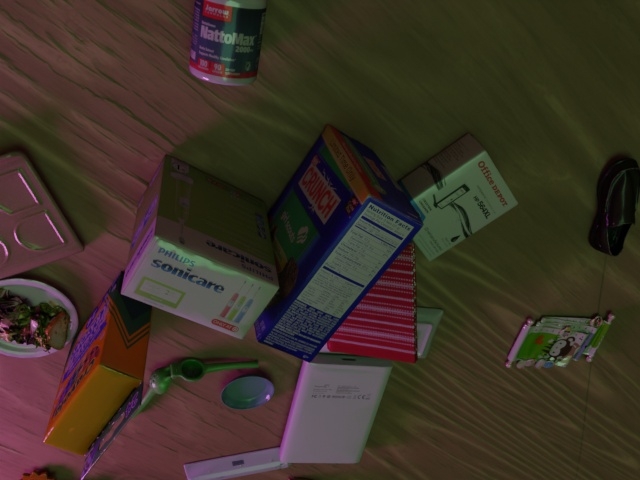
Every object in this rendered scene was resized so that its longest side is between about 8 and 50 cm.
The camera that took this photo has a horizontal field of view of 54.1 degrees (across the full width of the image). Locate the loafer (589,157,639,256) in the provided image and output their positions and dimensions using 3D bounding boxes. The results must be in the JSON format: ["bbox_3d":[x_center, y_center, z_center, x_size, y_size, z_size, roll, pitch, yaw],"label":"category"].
[{"bbox_3d":[0.615,-0.061,1.276,0.080,0.078,0.220,-9,122,-6],"label":"loafer"}]

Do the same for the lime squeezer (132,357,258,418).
[{"bbox_3d":[-0.291,0.303,1.340,0.310,0.059,0.110,-23,122,3],"label":"lime squeezer"}]

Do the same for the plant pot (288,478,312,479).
[{"bbox_3d":[-0.038,0.658,1.590,0.083,0.081,0.081,1,121,-24],"label":"plant pot"}]

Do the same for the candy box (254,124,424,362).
[{"bbox_3d":[0.000,0.000,1.086,0.122,0.268,0.317,27,112,-28],"label":"candy box"}]

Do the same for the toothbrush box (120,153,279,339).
[{"bbox_3d":[-0.197,0.002,1.042,0.206,0.283,0.122,25,113,-24],"label":"toothbrush box"}]

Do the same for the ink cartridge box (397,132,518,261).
[{"bbox_3d":[0.246,-0.080,1.191,0.203,0.086,0.148,-35,121,12],"label":"ink cartridge box"}]

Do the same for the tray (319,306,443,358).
[{"bbox_3d":[0.131,0.205,1.376,0.271,0.030,0.145,6,118,-14],"label":"tray"}]

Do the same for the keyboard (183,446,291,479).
[{"bbox_3d":[-0.200,0.550,1.534,0.256,0.014,0.072,-9,117,-6],"label":"keyboard"}]

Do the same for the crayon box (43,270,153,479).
[{"bbox_3d":[-0.389,0.227,1.117,0.083,0.323,0.203,30,111,-25],"label":"crayon box"}]

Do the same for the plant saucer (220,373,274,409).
[{"bbox_3d":[-0.163,0.333,1.394,0.119,0.021,0.119,-8,132,-9],"label":"plant saucer"}]

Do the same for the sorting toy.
[{"bbox_3d":[-0.607,-0.021,1.098,0.307,0.041,0.229,-19,127,1],"label":"sorting toy"}]

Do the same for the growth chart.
[{"bbox_3d":[0.565,0.242,1.486,0.237,0.021,0.171,-1,122,-10],"label":"growth chart"}]

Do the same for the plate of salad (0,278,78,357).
[{"bbox_3d":[-0.571,0.158,1.199,0.200,0.048,0.199,-6,125,-8],"label":"plate of salad"}]

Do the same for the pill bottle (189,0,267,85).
[{"bbox_3d":[-0.139,-0.338,0.951,0.108,0.108,0.180,4,119,-13],"label":"pill bottle"}]

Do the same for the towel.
[{"bbox_3d":[0.097,0.119,1.255,0.199,0.031,0.274,5,115,20],"label":"towel"}]

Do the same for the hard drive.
[{"bbox_3d":[0.031,0.398,1.462,0.203,0.040,0.307,6,119,-15],"label":"hard drive"}]

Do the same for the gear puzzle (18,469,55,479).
[{"bbox_3d":[-0.598,0.653,1.507,0.176,0.044,0.339,-29,119,9],"label":"gear puzzle"}]
